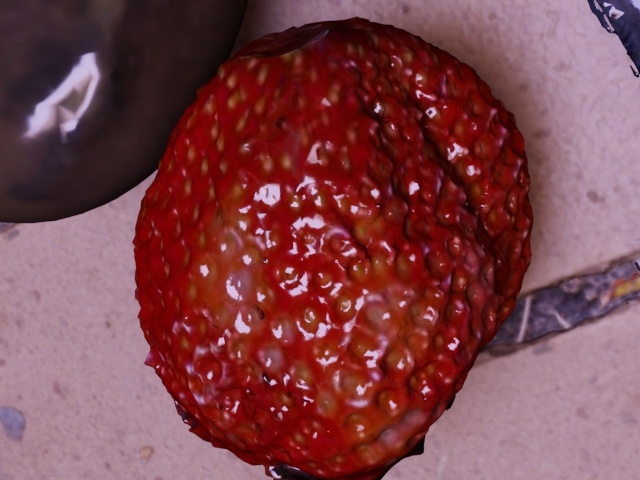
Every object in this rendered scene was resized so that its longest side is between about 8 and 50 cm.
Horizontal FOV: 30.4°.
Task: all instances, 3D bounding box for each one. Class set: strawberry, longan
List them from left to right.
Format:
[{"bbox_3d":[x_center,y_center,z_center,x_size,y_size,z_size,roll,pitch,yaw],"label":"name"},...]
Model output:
[{"bbox_3d":[-0.191,-0.174,0.739,0.318,0.319,0.319,6,107,19],"label":"longan"},{"bbox_3d":[0.000,0.000,0.735,0.238,0.250,0.288,7,135,23],"label":"strawberry"}]

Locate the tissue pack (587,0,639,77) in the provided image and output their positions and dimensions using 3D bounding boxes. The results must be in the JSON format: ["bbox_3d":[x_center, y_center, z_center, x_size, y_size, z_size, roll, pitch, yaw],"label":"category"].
[{"bbox_3d":[0.283,-0.111,0.699,0.173,0.073,0.235,-30,92,25],"label":"tissue pack"}]
